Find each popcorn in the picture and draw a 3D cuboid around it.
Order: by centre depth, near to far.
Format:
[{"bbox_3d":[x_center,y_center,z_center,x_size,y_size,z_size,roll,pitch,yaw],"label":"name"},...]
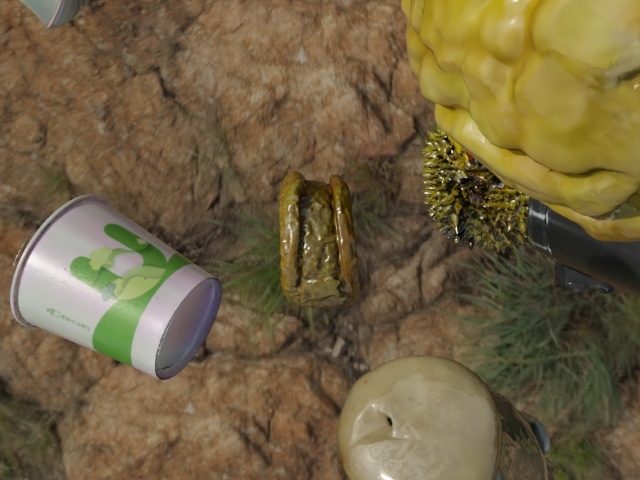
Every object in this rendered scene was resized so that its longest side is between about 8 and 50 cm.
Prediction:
[{"bbox_3d":[0.209,-0.200,0.564,0.354,0.390,0.344,46,110,6],"label":"popcorn"}]

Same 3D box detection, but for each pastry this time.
[{"bbox_3d":[0.000,0.000,0.581,0.057,0.097,0.109,-2,143,2],"label":"pastry"}]

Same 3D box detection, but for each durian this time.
[{"bbox_3d":[0.292,-0.102,1.298,0.293,0.258,0.258,3,112,-23],"label":"durian"}]

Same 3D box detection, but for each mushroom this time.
[{"bbox_3d":[0.089,0.133,0.489,0.096,0.247,0.108,-9,73,18],"label":"mushroom"}]

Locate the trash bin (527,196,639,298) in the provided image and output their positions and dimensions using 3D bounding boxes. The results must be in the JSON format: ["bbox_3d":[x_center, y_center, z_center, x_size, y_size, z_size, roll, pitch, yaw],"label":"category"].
[{"bbox_3d":[0.427,-0.014,0.948,0.203,0.301,0.252,-9,116,-37],"label":"trash bin"}]

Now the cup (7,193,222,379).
[{"bbox_3d":[-0.325,0.090,1.330,0.274,0.253,0.253,27,110,15],"label":"cup"}]

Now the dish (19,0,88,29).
[{"bbox_3d":[-0.397,-0.410,1.161,0.077,0.212,0.151,-13,132,-43],"label":"dish"}]
